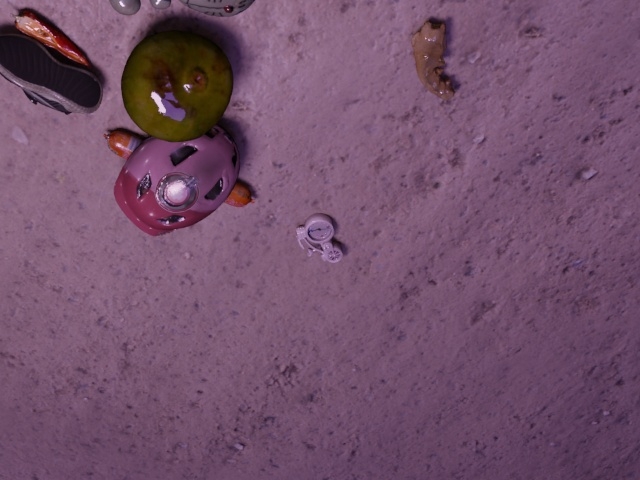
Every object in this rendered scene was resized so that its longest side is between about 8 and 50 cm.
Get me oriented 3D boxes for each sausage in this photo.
[{"bbox_3d":[-0.285,-0.143,2.075,0.347,0.053,0.053,23,127,-24],"label":"sausage"}]

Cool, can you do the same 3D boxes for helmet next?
[{"bbox_3d":[-0.266,-0.123,1.979,0.253,0.154,0.198,-47,113,-14],"label":"helmet"}]

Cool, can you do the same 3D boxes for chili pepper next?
[{"bbox_3d":[-0.492,-0.372,1.864,0.178,0.027,0.045,33,127,-29],"label":"chili pepper"}]

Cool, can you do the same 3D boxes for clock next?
[{"bbox_3d":[0.000,0.000,2.239,0.087,0.041,0.129,-22,126,11],"label":"clock"}]

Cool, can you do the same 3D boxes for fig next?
[{"bbox_3d":[-0.277,-0.284,1.875,0.203,0.203,0.225,26,165,-26],"label":"fig"}]

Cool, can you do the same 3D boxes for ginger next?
[{"bbox_3d":[0.214,-0.343,1.933,0.069,0.051,0.173,-7,138,10],"label":"ginger"}]

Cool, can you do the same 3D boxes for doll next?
[{"bbox_3d":[-0.225,-0.456,1.726,0.258,0.154,0.228,13,164,-7],"label":"doll"}]

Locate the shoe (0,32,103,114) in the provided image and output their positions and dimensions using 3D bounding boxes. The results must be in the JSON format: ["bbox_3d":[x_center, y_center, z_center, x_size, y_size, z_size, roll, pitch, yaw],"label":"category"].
[{"bbox_3d":[-0.523,-0.297,1.885,0.227,0.099,0.112,26,156,-27],"label":"shoe"}]
